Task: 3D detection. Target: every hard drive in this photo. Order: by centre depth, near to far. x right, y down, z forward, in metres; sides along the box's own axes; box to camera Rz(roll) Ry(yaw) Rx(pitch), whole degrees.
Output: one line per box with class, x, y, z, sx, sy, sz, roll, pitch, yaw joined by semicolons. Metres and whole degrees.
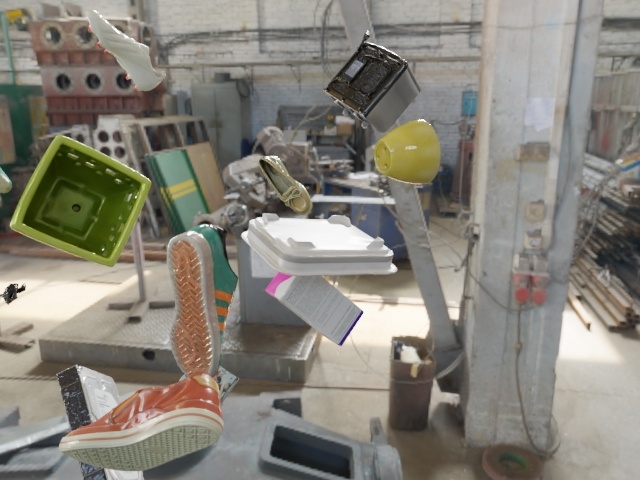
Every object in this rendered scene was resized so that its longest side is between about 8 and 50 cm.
hard drive;-0.573;0.511;1.398;0.064;0.339;0.237;-25;-24;-7

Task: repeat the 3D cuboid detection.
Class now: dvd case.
dvd case;-0.274;0.345;1.305;0.119;0.013;0.087;32;60;10

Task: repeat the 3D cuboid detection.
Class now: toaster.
toaster;0.125;-0.369;1.255;0.168;0.186;0.110;42;4;38

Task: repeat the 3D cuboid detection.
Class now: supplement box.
supplement box;-0.015;0.156;1.354;0.220;0.114;0.111;40;-11;-25

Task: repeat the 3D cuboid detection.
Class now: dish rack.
dish rack;0.000;0.000;1.292;0.332;0.072;0.285;0;22;-30

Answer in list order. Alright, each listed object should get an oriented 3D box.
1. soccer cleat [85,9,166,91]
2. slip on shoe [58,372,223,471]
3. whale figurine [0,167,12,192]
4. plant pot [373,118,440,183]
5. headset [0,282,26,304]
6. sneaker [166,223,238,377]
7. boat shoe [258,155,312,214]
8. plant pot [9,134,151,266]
soccer cleat;-0.398;-0.395;1.086;0.076;0.196;0.068;-29;49;4
slip on shoe;-0.288;0.298;0.853;0.331;0.123;0.101;-25;41;25
whale figurine;-0.808;-0.146;1.171;0.272;0.216;0.141;-10;33;12
plant pot;0.167;-0.177;1.084;0.095;0.134;0.134;-10;18;-23
headset;-0.896;0.011;1.274;0.185;0.394;0.243;-16;30;51
sneaker;-0.203;0.115;0.973;0.108;0.302;0.121;14;23;23
boat shoe;-0.077;-0.117;1.128;0.056;0.153;0.048;-37;-7;24
plant pot;-0.561;-0.079;1.222;0.228;0.227;0.207;29;-18;-30
